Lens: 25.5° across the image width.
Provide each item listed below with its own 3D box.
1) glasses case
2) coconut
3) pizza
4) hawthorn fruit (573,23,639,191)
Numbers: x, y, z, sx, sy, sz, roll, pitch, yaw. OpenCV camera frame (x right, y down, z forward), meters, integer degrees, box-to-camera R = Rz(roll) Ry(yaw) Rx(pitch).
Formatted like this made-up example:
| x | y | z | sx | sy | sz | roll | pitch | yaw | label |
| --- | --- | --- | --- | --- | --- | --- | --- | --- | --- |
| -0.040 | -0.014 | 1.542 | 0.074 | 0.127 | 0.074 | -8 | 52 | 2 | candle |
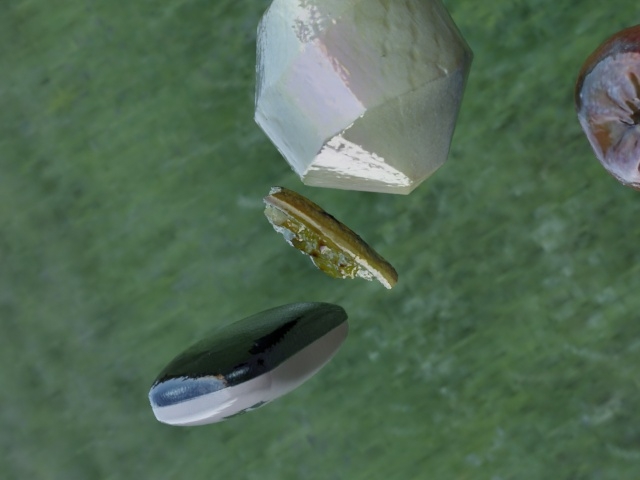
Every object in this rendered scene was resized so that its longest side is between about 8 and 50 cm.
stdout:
| x | y | z | sx | sy | sz | roll | pitch | yaw | label |
| --- | --- | --- | --- | --- | --- | --- | --- | --- | --- |
| -0.061 | 0.112 | 1.345 | 0.314 | 0.122 | 0.075 | -26 | -80 | -71 | glasses case |
| 0.048 | -0.166 | 1.510 | 0.259 | 0.259 | 0.259 | 59 | 177 | 5 | coconut |
| 0.000 | 0.001 | 1.358 | 0.160 | 0.036 | 0.099 | 38 | 161 | -22 | pizza |
| 0.323 | -0.126 | 1.311 | 0.173 | 0.173 | 0.173 | 59 | 177 | 5 | hawthorn fruit |
